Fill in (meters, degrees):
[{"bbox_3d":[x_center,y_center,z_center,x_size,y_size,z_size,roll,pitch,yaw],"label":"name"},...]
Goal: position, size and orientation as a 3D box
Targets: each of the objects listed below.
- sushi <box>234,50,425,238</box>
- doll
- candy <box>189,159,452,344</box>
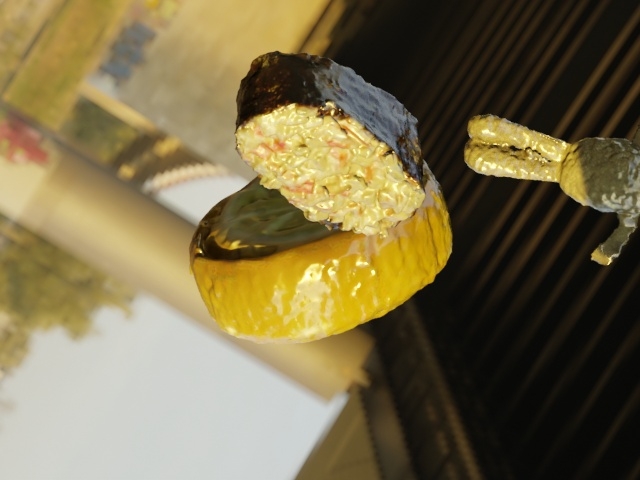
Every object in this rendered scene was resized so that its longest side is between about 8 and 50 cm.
[{"bbox_3d":[0.008,-0.065,1.239,0.090,0.150,0.078,-27,-136,31],"label":"sushi"},{"bbox_3d":[0.308,-0.065,2.006,0.091,0.286,0.202,50,29,-77],"label":"doll"},{"bbox_3d":[0.000,0.000,1.752,0.260,0.118,0.260,-18,-158,8],"label":"candy"}]
